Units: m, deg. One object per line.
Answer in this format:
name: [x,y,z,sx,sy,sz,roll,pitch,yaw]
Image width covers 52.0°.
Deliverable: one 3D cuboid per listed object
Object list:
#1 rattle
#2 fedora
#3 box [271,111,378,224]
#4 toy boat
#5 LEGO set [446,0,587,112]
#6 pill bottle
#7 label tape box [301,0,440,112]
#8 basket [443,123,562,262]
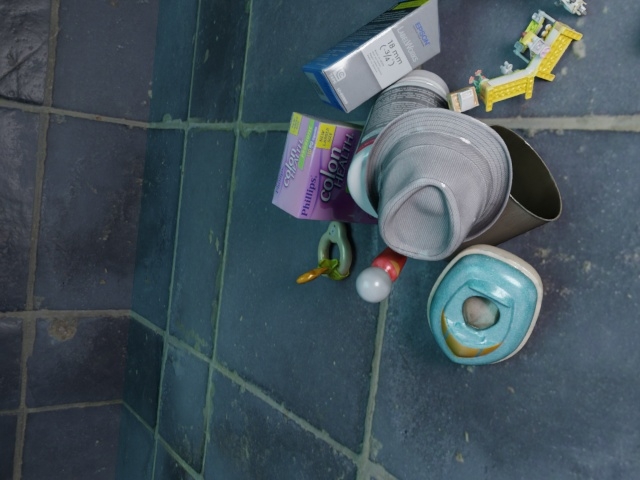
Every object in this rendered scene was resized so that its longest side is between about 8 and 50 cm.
rattle: [0.000,0.000,1.629,0.130,0.143,0.199,-152,63,-71]
fedora: [0.177,-0.066,1.073,0.275,0.244,0.124,110,-176,-49]
box: [0.040,-0.159,1.492,0.117,0.243,0.213,33,113,50]
toy boat: [0.227,0.112,1.200,0.318,0.148,0.267,24,130,17]
LEGO set: [0.343,-0.332,1.185,0.287,0.132,0.107,-43,45,16]
pill bottle: [0.169,-0.198,1.278,0.176,0.176,0.318,-44,19,43]
label tape box: [0.141,-0.409,1.373,0.334,0.105,0.240,-34,20,0]
basket: [0.297,-0.064,1.219,0.227,0.154,0.204,-47,63,46]
